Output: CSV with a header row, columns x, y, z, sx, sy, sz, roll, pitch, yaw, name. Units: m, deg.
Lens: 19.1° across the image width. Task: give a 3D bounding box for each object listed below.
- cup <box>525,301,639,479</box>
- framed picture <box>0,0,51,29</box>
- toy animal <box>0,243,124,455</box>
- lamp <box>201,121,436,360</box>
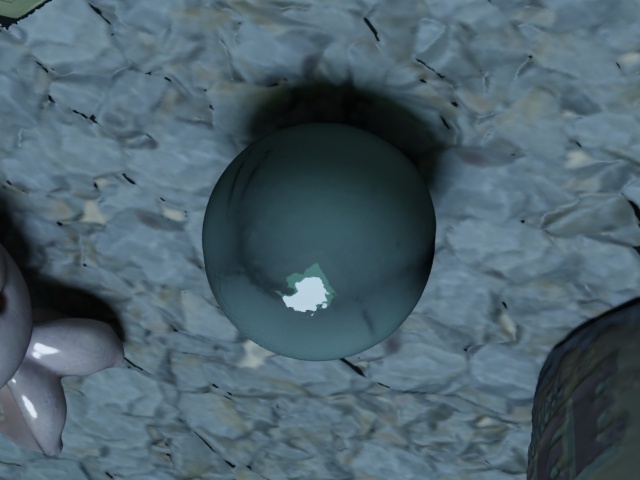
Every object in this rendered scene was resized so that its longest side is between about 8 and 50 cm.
x,y,z,sx,sy,sz,roll,pitch,yaw,name
0.197,0.160,0.847,0.227,0.257,0.301,5,140,9,cup
-0.138,-0.132,0.706,0.195,0.010,0.199,9,155,-43,framed picture
-0.182,0.036,0.935,0.212,0.124,0.124,25,143,-24,toy animal
0.000,0.000,0.829,0.105,0.105,0.105,9,143,7,lamp
